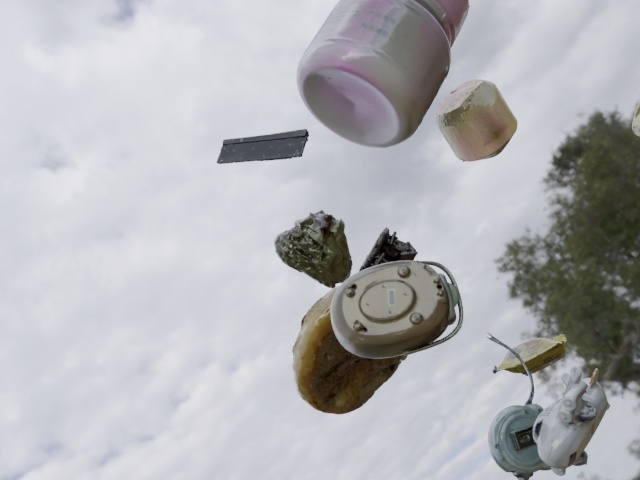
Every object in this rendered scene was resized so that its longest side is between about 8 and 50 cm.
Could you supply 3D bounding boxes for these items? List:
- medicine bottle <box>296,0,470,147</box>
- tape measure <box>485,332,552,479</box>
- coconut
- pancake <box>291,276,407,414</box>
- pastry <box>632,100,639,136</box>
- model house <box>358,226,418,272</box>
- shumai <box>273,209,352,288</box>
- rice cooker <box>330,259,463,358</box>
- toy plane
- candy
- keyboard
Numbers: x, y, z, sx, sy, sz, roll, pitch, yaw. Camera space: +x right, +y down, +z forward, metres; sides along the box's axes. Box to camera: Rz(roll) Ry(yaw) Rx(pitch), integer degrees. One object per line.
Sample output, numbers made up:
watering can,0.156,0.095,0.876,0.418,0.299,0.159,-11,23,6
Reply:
medicine bottle,0.127,-0.367,1.465,0.325,0.256,0.256,-61,-20,-25
tape measure,0.421,0.363,1.711,0.163,0.331,0.084,-16,-15,-19
coconut,0.319,-0.235,1.560,0.147,0.147,0.153,-41,-68,-7
pancake,0.099,0.221,1.685,0.386,0.082,0.387,-25,-47,-30
pastry,0.706,-0.231,1.540,0.165,0.165,0.088,-5,-61,-51
model house,0.241,0.075,2.585,0.203,0.164,0.141,-59,-9,-15
shumai,-0.001,0.002,2.321,0.218,0.255,0.189,-65,-3,33
rice cooker,0.114,0.105,1.190,0.206,0.145,0.127,-16,-20,10
toy plane,0.497,0.355,1.532,0.244,0.117,0.245,-34,-45,-43
candy,0.526,0.288,1.902,0.187,0.081,0.297,-28,-12,16
keyboard,-0.132,-0.208,1.743,0.023,0.231,0.072,48,-133,-50
